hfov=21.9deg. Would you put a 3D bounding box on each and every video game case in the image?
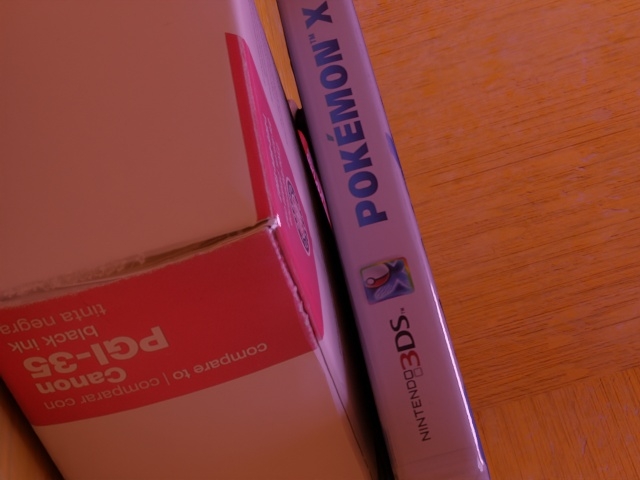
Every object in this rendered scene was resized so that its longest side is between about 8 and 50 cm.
[{"bbox_3d":[0.048,0.070,0.794,0.329,0.036,0.300,72,3,-51],"label":"video game case"}]

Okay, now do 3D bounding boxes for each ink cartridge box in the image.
[{"bbox_3d":[-0.046,0.038,0.704,0.207,0.117,0.283,-103,175,-46],"label":"ink cartridge box"}]

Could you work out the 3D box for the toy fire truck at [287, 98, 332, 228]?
[{"bbox_3d":[-0.008,0.041,1.198,0.246,0.158,0.217,-82,159,-52],"label":"toy fire truck"}]
